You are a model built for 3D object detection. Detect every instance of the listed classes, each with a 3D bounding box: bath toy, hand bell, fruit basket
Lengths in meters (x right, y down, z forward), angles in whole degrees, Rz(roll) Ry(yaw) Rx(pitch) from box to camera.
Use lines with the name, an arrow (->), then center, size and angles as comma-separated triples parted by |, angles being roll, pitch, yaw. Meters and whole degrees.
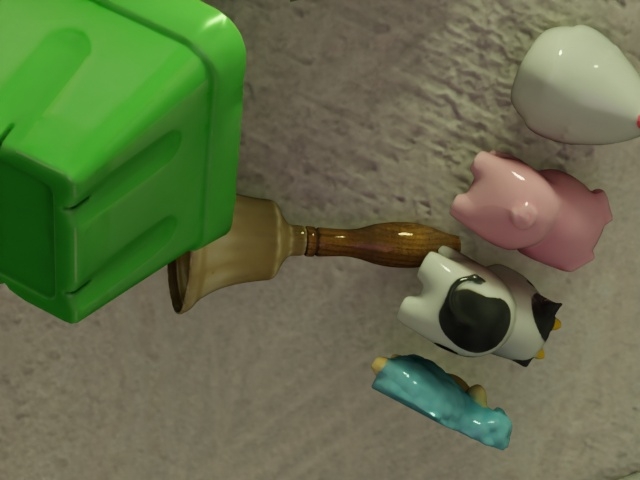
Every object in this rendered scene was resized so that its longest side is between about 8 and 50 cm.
bath toy -> 0.173, -0.004, 1.582 | 0.129, 0.151, 0.348 | 28, 103, 14
hand bell -> 0.000, 0.000, 1.617 | 0.242, 0.126, 0.126 | 1, 112, -12
fruit basket -> -0.206, -0.173, 1.471 | 0.392, 0.392, 0.283 | 6, 140, -2

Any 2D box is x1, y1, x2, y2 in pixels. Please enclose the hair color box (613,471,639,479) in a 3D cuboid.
hair color box -> 0.381, 0.261, 1.655 | 0.374, 0.185, 0.113 | -19, 111, 8
